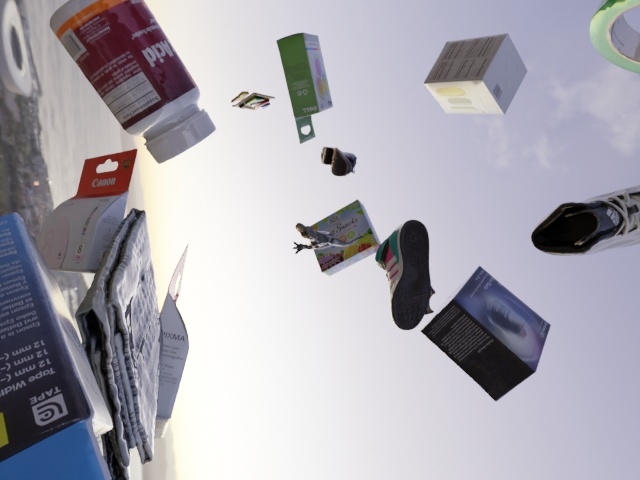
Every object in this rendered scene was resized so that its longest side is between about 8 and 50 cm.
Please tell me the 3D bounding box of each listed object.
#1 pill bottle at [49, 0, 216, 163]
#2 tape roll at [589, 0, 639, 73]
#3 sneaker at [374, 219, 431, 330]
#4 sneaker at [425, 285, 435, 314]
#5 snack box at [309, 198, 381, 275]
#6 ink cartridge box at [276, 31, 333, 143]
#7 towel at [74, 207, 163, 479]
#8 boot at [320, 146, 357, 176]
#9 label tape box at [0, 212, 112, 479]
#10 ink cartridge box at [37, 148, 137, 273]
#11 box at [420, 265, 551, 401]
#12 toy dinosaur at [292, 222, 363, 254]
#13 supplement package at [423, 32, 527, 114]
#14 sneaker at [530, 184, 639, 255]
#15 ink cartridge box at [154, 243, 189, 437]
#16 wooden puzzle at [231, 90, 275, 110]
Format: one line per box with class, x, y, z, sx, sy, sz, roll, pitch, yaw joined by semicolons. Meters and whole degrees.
pill bottle;-0.452;-0.410;1.092;0.392;0.224;0.224;59;-11;-25
tape roll;0.827;-0.514;1.017;0.077;0.321;0.321;-62;-155;-1
sneaker;0.223;0.099;1.217;0.178;0.123;0.296;145;-47;-78
sneaker;0.318;0.141;1.353;0.069;0.084;0.185;60;31;-80
snack box;0.075;-0.007;1.403;0.070;0.207;0.174;36;30;-60
ink cartridge box;-0.023;-0.321;0.912;0.109;0.062;0.209;-53;134;-63
towel;-0.281;0.146;0.657;0.324;0.056;0.312;-114;-153;-62
boot;0.082;-0.249;1.343;0.219;0.106;0.082;-124;-140;-59
label tape box;-0.319;0.146;0.332;0.347;0.249;0.115;44;-34;34
ink cartridge box;-0.433;-0.057;0.788;0.189;0.066;0.232;0;-98;33
box;0.525;0.275;1.348;0.294;0.296;0.183;43;-53;14
toy dinosaur;0.000;0.000;1.158;0.118;0.268;0.064;-11;-100;35
supplement package;0.577;-0.611;1.608;0.262;0.199;0.198;23;-98;51
sneaker;0.671;-0.045;0.893;0.447;0.257;0.169;-23;-97;40
ink cartridge box;-0.349;0.245;1.024;0.308;0.091;0.385;124;-20;-54
wooden puzzle;-0.143;-0.294;0.916;0.078;0.116;0.014;-14;-89;39
